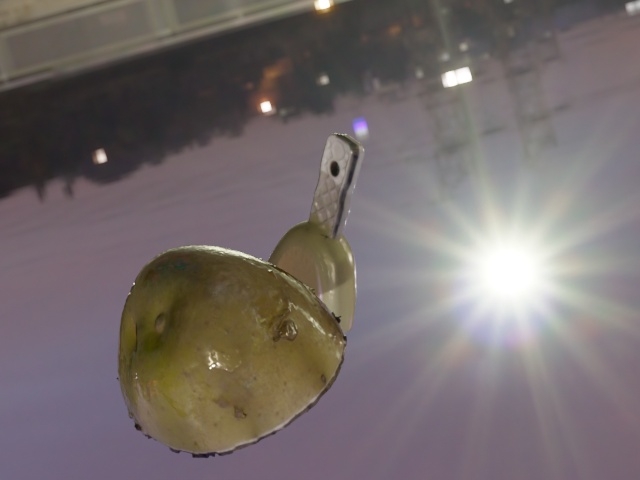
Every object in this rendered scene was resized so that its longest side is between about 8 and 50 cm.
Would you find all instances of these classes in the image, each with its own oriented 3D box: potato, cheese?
[{"bbox_3d":[-0.090,0.062,1.235,0.182,0.117,0.202,-35,-143,-10],"label":"potato"},{"bbox_3d":[-0.001,0.000,1.609,0.049,0.235,0.127,-8,-148,-40],"label":"cheese"}]
